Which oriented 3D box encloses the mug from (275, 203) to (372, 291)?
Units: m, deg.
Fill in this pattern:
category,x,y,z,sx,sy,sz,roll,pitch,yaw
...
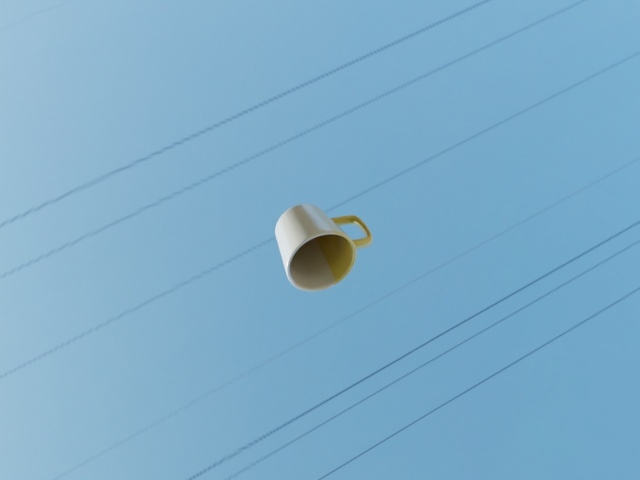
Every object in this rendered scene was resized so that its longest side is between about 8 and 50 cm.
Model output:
category,x,y,z,sx,sy,sz,roll,pitch,yaw
mug,-0.003,0.002,0.666,0.078,0.062,0.064,15,-153,-33
